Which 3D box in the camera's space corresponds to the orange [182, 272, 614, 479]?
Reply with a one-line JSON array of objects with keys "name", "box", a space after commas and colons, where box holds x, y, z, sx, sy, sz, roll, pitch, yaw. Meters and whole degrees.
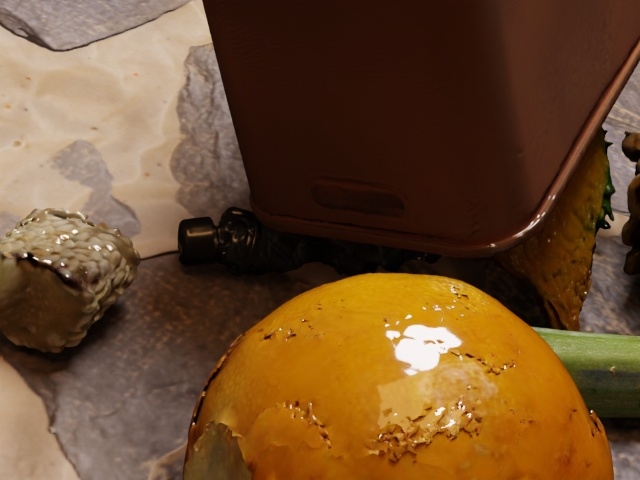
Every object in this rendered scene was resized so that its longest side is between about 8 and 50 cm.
[{"name": "orange", "box": [0.041, 0.135, 0.770, 0.240, 0.240, 0.240, 8, 39, -7]}]

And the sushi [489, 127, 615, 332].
[{"name": "sushi", "box": [0.180, -0.050, 1.119, 0.149, 0.140, 0.287, -32, 47, 4]}]

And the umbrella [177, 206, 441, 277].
[{"name": "umbrella", "box": [0.001, 0.001, 1.057, 0.224, 0.080, 0.071, -2, 77, -12]}]

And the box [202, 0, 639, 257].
[{"name": "box", "box": [0.088, -0.187, 1.005, 0.239, 0.229, 0.339, 10, 46, 29]}]

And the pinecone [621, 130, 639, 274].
[{"name": "pinecone", "box": [0.368, -0.042, 1.080, 0.257, 0.243, 0.243, 14, 39, 1]}]

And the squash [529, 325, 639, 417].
[{"name": "squash", "box": [0.201, 0.097, 0.993, 0.229, 0.066, 0.066, 3, 40, -12]}]

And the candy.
[{"name": "candy", "box": [-0.187, 0.026, 0.956, 0.095, 0.085, 0.110, 27, 35, 1]}]
